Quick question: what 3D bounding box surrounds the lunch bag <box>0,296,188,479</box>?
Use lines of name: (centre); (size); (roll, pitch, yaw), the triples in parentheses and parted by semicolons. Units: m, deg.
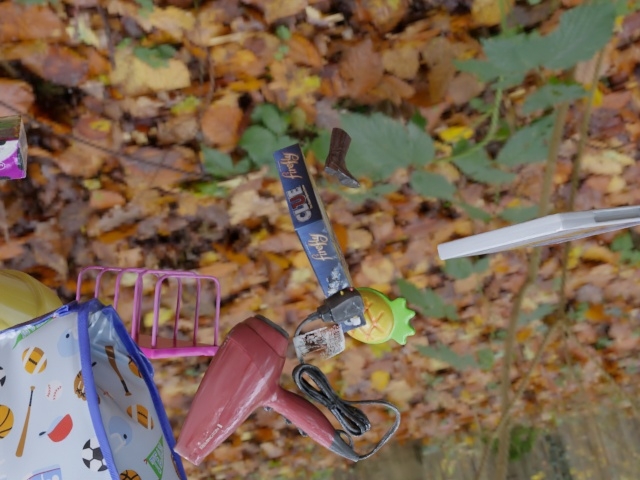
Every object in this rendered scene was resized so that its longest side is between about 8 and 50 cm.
lunch bag: (-0.397, 0.310, 1.360); (0.327, 0.386, 0.239); (-23, 177, 13)

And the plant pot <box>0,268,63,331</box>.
plant pot: (-0.653, 0.149, 1.746); (0.254, 0.254, 0.239); (-16, 149, 12)

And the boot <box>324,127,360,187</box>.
boot: (0.057, -0.184, 2.037); (0.037, 0.114, 0.106); (-17, 141, 42)

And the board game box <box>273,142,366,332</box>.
board game box: (0.000, 0.000, 1.343); (0.042, 0.165, 0.243); (-20, 136, 3)

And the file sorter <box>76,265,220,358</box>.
file sorter: (-0.388, 0.154, 2.058); (0.290, 0.182, 0.202); (2, 178, 39)

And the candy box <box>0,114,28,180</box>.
candy box: (-0.591, -0.157, 1.586); (0.159, 0.071, 0.233); (-9, -161, -15)

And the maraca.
maraca: (0.121, 0.166, 1.999); (0.185, 0.127, 0.099); (6, -160, 30)

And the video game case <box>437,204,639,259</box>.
video game case: (0.330, -0.014, 1.287); (0.285, 0.025, 0.204); (-6, 172, -42)

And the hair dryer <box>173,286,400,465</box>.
hair dryer: (-0.041, 0.195, 1.122); (0.293, 0.224, 0.080); (-16, -177, -20)
